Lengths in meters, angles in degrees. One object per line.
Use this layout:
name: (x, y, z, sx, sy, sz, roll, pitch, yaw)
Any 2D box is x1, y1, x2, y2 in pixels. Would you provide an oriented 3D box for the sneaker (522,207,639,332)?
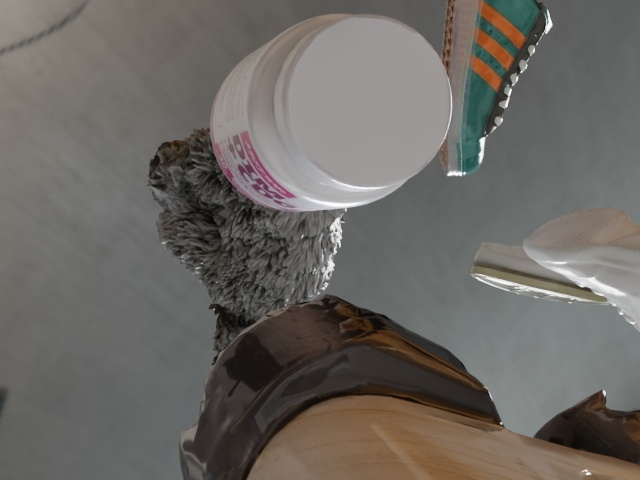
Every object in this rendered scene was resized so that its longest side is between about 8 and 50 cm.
sneaker: (0.238, 0.033, 1.065, 0.080, 0.212, 0.094, -29, 111, -24)

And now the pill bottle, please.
pill bottle: (0.004, -0.106, 1.186, 0.160, 0.160, 0.283, -45, -171, -10)

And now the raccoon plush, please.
raccoon plush: (0.000, 0.000, 1.511, 0.216, 0.446, 0.299, -24, -176, -34)

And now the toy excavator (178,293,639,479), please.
toy excavator: (0.096, 0.293, 0.495, 0.433, 0.222, 0.445, 18, 99, -26)

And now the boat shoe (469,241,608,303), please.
boat shoe: (0.327, 0.025, 1.622, 0.113, 0.302, 0.103, 148, -49, -84)

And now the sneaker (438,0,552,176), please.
sneaker: (0.201, -0.218, 1.570, 0.108, 0.121, 0.302, -108, -156, -79)
